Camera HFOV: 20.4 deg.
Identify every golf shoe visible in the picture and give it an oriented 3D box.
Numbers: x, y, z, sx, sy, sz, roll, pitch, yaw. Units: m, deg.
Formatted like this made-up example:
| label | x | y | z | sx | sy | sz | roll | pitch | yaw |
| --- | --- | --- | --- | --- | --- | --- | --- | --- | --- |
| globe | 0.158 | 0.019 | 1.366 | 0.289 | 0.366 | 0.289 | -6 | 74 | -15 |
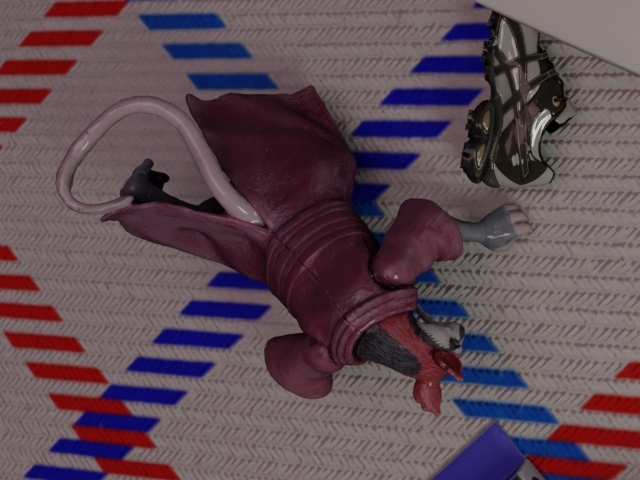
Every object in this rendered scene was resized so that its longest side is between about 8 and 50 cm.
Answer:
| label | x | y | z | sx | sy | sz | roll | pitch | yaw |
| --- | --- | --- | --- | --- | --- | --- | --- | --- | --- |
| golf shoe | 0.182 | -0.141 | 1.546 | 0.094 | 0.077 | 0.198 | 11 | 96 | 9 |

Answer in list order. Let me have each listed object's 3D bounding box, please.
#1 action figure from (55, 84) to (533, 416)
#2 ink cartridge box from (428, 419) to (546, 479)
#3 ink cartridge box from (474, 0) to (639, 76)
| label | x | y | z | sx | sy | sz | roll | pitch | yaw |
| --- | --- | --- | --- | --- | --- | --- | --- | --- | --- |
| action figure | 0.000 | 0.000 | 1.529 | 0.248 | 0.276 | 0.370 | -52 | 54 | 10 |
| ink cartridge box | 0.142 | 0.301 | 1.562 | 0.206 | 0.045 | 0.208 | -46 | 69 | 19 |
| ink cartridge box | 0.255 | -0.190 | 1.382 | 0.207 | 0.283 | 0.117 | 28 | 101 | 25 |
